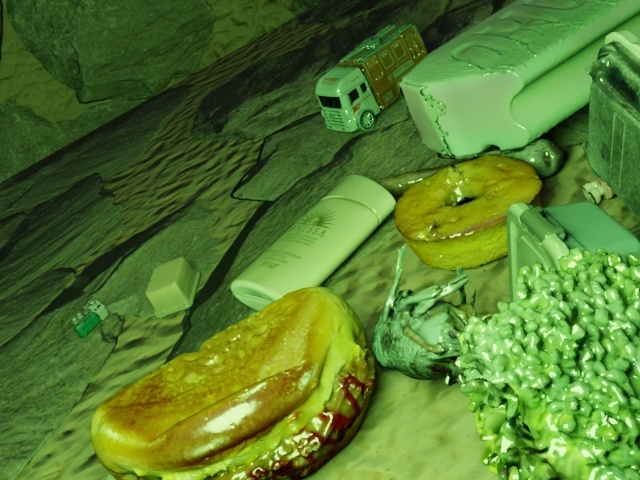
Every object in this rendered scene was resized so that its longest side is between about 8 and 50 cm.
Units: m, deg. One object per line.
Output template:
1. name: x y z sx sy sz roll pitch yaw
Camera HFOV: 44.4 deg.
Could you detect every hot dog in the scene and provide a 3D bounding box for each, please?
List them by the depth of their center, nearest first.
1. hot dog: -0.101 0.237 1.053 0.405 0.185 0.223 -30 28 -4

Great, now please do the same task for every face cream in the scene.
1. face cream: 0.000 0.000 1.466 0.348 0.081 0.173 -44 32 -27

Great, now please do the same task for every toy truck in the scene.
1. toy truck: -0.486 0.167 1.658 0.044 0.039 0.083 18 52 32
2. toy truck: 0.128 -0.403 1.933 0.305 0.162 0.136 -40 31 -21

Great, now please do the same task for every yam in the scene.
1. yam: 0.270 -0.134 1.497 0.327 0.045 0.045 -12 57 22

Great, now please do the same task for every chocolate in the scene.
1. chocolate: 0.352 -0.136 1.399 0.167 0.072 0.072 -15 31 27

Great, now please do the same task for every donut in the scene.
1. donut: 0.248 -0.052 1.305 0.253 0.118 0.253 -24 28 13

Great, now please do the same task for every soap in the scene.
1. soap: 0.381 -0.324 1.440 0.446 0.156 0.261 -33 32 -12

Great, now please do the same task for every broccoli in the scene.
1. broccoli: 0.294 0.174 0.734 0.334 0.272 0.324 -22 33 -11

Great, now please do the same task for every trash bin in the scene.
1. trash bin: 0.586 -0.169 1.076 0.367 0.256 0.296 -20 44 -4

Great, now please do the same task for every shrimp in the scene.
1. shrimp: 0.140 0.100 1.015 0.137 0.172 0.372 -48 4 -23

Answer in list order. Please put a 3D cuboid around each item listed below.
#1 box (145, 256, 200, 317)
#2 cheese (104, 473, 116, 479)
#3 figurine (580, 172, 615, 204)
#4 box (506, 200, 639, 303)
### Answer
1. box: -0.301 0.092 1.595 0.089 0.062 0.122 -20 29 14
2. cheese: -0.296 0.392 1.131 0.085 0.034 0.400 -10 33 21
3. figurine: 0.483 -0.104 1.253 0.129 0.054 0.072 -29 36 1
4. box: 0.303 0.066 0.962 0.130 0.227 0.162 -14 28 -4
